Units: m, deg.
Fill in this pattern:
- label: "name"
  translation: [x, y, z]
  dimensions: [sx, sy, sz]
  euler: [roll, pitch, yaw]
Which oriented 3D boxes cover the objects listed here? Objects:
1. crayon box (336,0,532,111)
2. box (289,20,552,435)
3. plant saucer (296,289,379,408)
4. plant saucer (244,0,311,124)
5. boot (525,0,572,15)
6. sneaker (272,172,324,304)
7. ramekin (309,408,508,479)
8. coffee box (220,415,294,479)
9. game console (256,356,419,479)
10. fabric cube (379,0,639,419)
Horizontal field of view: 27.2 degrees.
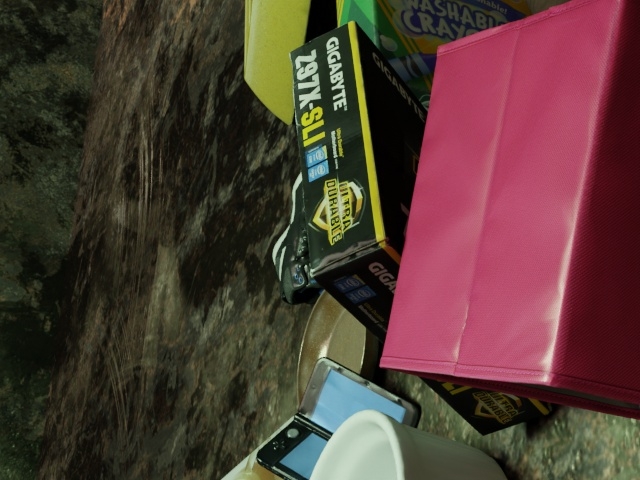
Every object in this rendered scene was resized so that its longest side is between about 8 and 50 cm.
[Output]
- label: "crayon box"
  translation: [0.121, -0.247, 1.397]
  dimensions: [0.083, 0.203, 0.323]
  euler: [129, 146, -47]
- label: "box"
  translation: [0.092, -0.004, 1.199]
  dimensions: [0.079, 0.322, 0.257]
  euler: [-23, 48, 22]
- label: "plant saucer"
  translation: [0.026, 0.146, 1.641]
  dimensions: [0.198, 0.036, 0.198]
  euler: [-166, 90, -68]
- label: "plant saucer"
  translation: [-0.068, -0.397, 1.978]
  dimensions: [0.333, 0.081, 0.332]
  euler: [102, 168, -58]
- label: "boot"
  translation: [0.260, -0.244, 1.206]
  dimensions: [0.248, 0.090, 0.206]
  euler: [121, 150, -46]
- label: "sneaker"
  translation: [0.000, 0.000, 1.744]
  dimensions: [0.121, 0.079, 0.217]
  euler: [-104, 26, -43]
- label: "ramekin"
  translation: [0.077, 0.311, 1.267]
  dimensions: [0.277, 0.135, 0.277]
  euler: [-165, 90, -72]
- label: "coffee box"
  translation: [-0.067, 0.346, 1.578]
  dimensions: [0.246, 0.098, 0.141]
  euler: [-44, 34, 23]
- label: "game console"
  translation: [0.017, 0.217, 1.473]
  dimensions: [0.144, 0.124, 0.085]
  euler: [26, 132, 29]
- label: "fabric cube"
  translation: [0.226, -0.005, 0.947]
  dimensions: [0.259, 0.254, 0.258]
  euler: [174, 109, -68]
